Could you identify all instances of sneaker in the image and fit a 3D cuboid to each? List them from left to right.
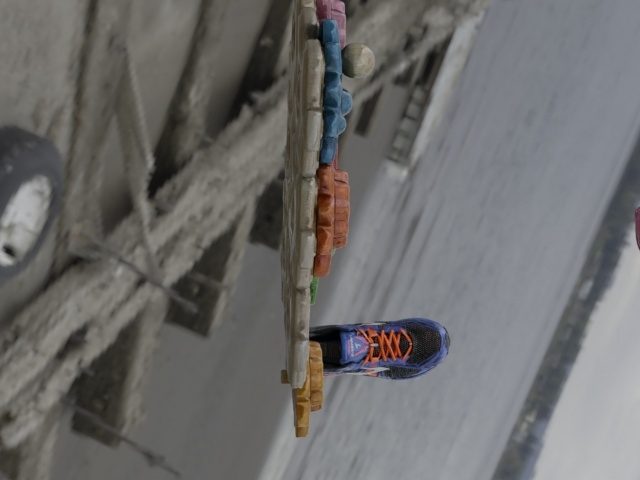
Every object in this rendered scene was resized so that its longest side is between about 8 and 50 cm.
[{"bbox_3d":[0.058,0.142,1.599,0.087,0.221,0.083,23,60,-71],"label":"sneaker"}]

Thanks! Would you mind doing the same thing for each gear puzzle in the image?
[{"bbox_3d":[0.000,0.000,0.829,0.175,0.044,0.339,-97,-171,-57],"label":"gear puzzle"}]

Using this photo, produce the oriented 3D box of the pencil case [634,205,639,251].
[{"bbox_3d":[0.568,-0.037,1.826,0.095,0.209,0.098,-106,177,-52],"label":"pencil case"}]
